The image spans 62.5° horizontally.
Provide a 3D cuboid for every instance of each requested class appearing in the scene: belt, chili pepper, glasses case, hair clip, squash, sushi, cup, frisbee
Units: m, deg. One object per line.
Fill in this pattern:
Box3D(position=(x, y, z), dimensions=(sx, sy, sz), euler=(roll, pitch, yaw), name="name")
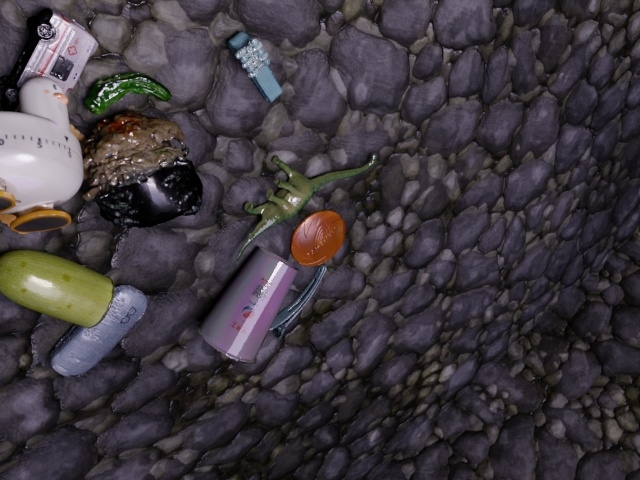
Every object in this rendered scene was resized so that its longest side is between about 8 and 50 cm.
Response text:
Box3D(position=(-0.138, -0.389, 1.206), dimensions=(0.065, 0.100, 0.179), euler=(-42, 136, -1), name="belt")
Box3D(position=(-0.401, -0.312, 1.102), dimensions=(0.182, 0.050, 0.073), euler=(-18, 120, -28), name="chili pepper")
Box3D(position=(-0.556, 0.228, 1.326), dimensions=(0.282, 0.067, 0.109), euler=(-47, 131, -2), name="glasses case")
Box3D(position=(-0.070, 0.188, 1.668), dimensions=(0.275, 0.048, 0.083), euler=(-50, 132, -5), name="hair clip")
Box3D(position=(-0.601, 0.100, 1.169), dimensions=(0.247, 0.132, 0.132), euler=(32, 97, -44), name="squash")
Box3D(position=(-0.373, -0.155, 1.101), dimensions=(0.225, 0.238, 0.218), euler=(-3, 118, 7), name="sushi")
Box3D(position=(-0.191, 0.172, 1.481), dimensions=(0.203, 0.203, 0.288), euler=(30, 92, -43), name="cup")
Box3D(position=(0.000, 0.000, 1.595), dimensions=(0.192, 0.035, 0.191), euler=(-18, 127, -26), name="frisbee")

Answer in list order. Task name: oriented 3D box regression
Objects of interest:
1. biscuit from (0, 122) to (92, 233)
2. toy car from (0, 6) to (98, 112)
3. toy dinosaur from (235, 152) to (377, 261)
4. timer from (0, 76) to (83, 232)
Box3D(position=(-0.588, -0.137, 1.094), dimensions=(0.250, 0.030, 0.160), euler=(-43, 133, -5), name="biscuit")
Box3D(position=(-0.514, -0.322, 0.990), dimensions=(0.108, 0.089, 0.209), euler=(25, 99, -48), name="toy car")
Box3D(position=(-0.047, -0.106, 1.471), dimensions=(0.301, 0.087, 0.447), euler=(22, 106, -49), name="toy dinosaur")
Box3D(position=(-0.540, -0.154, 0.922), dimensions=(0.234, 0.239, 0.233), euler=(-12, 166, -3), name="timer")
